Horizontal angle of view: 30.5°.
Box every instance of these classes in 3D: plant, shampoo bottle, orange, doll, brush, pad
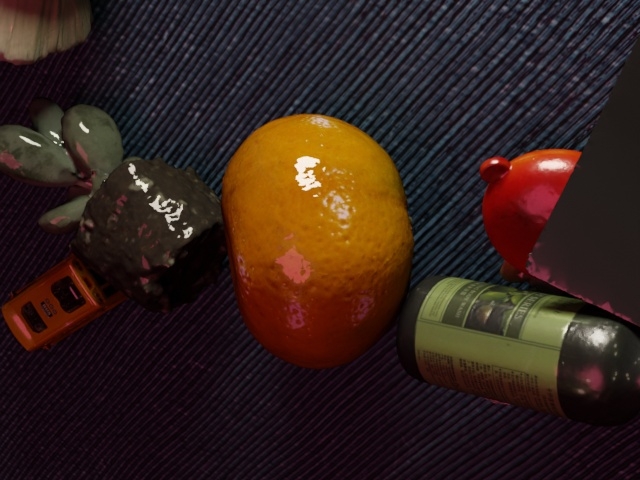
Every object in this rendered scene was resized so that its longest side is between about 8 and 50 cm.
[{"bbox_3d":[-0.221,-0.047,1.249,0.274,0.146,0.149,38,107,15],"label":"plant"},{"bbox_3d":[0.203,0.098,0.995,0.284,0.101,0.101,10,116,38],"label":"shampoo bottle"},{"bbox_3d":[0.000,0.000,1.084,0.171,0.240,0.240,-9,112,-8],"label":"orange"},{"bbox_3d":[0.223,-0.003,1.017,0.217,0.085,0.183,32,131,-3],"label":"doll"},{"bbox_3d":[-0.341,-0.315,1.176,0.267,0.174,0.166,34,131,7],"label":"brush"},{"bbox_3d":[0.288,-0.059,0.922,0.159,0.009,0.265,28,98,17],"label":"pad"}]

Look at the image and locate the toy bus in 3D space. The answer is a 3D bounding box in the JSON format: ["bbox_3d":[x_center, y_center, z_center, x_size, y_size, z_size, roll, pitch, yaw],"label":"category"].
[{"bbox_3d":[-0.308,0.072,1.387,0.194,0.088,0.083,-31,94,38],"label":"toy bus"}]

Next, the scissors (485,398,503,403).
[{"bbox_3d":[0.309,0.124,1.019,0.360,0.029,0.191,-8,114,27],"label":"scissors"}]
